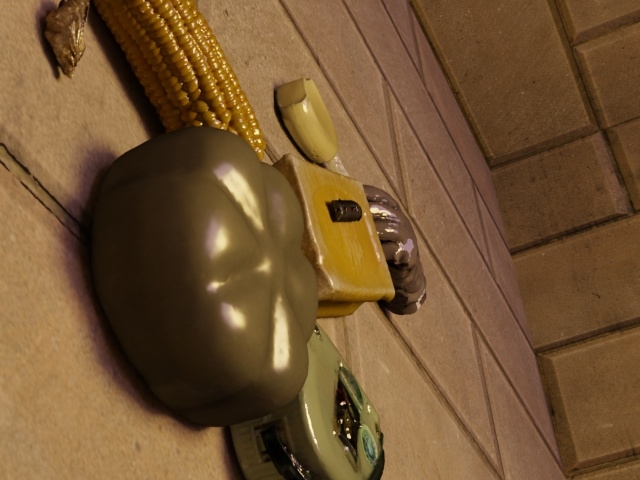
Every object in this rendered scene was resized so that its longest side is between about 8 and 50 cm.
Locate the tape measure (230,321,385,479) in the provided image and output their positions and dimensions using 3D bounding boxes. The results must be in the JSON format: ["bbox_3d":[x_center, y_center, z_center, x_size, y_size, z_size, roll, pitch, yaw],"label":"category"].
[{"bbox_3d":[0.004,0.214,1.061,0.207,0.115,0.235,-92,156,-52],"label":"tape measure"}]

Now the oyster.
[{"bbox_3d":[-0.233,-0.186,0.930,0.083,0.038,0.080,-163,-103,-76],"label":"oyster"}]

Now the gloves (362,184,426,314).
[{"bbox_3d":[0.099,0.006,1.636,0.285,0.119,0.142,51,3,-44],"label":"gloves"}]

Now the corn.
[{"bbox_3d":[-0.153,-0.195,1.044,0.102,0.102,0.313,-77,144,-62],"label":"corn"}]

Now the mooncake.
[{"bbox_3d":[-0.094,0.030,0.926,0.275,0.135,0.275,-16,90,-71],"label":"mooncake"}]

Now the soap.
[{"bbox_3d":[0.000,0.000,1.342,0.315,0.091,0.199,15,56,-71],"label":"soap"}]

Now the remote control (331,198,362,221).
[{"bbox_3d":[0.035,-0.040,1.316,0.091,0.016,0.034,-6,81,-73],"label":"remote control"}]

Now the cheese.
[{"bbox_3d":[0.003,-0.155,1.601,0.255,0.050,0.127,57,19,-44],"label":"cheese"}]
